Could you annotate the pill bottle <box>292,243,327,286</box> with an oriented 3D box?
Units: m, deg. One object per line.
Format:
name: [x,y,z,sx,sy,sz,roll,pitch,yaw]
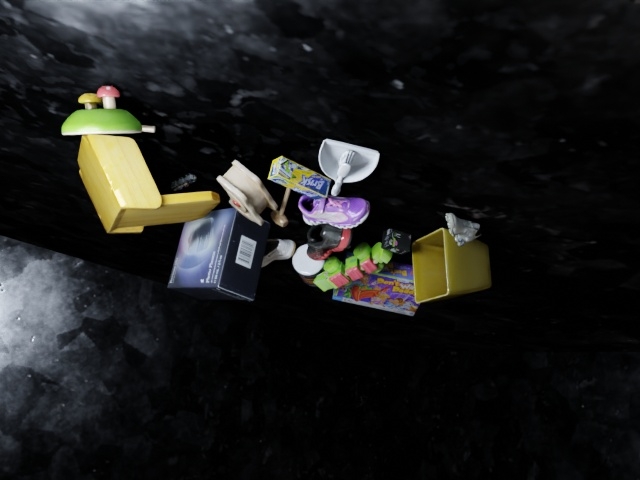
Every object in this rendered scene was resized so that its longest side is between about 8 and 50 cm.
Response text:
pill bottle: [-0.026,0.111,2.338,0.130,0.130,0.246,7,163,13]

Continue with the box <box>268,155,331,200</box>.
box: [-0.056,-0.169,1.603,0.169,0.059,0.054,22,162,-30]

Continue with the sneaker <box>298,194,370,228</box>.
sneaker: [0.031,-0.098,1.729,0.236,0.095,0.104,1,152,31]

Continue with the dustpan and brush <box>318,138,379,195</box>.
dustpan and brush: [0.057,-0.177,1.507,0.147,0.060,0.211,13,162,-5]

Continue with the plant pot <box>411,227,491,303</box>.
plant pot: [0.436,0.091,1.898,0.187,0.212,0.212,4,165,-18]

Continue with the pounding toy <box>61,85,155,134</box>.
pounding toy: [-0.524,-0.315,1.416,0.183,0.110,0.237,-1,-169,3]

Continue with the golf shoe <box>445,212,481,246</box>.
golf shoe: [0.425,-0.045,1.721,0.086,0.069,0.176,-19,154,21]

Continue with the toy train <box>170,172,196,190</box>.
toy train: [-0.435,-0.185,1.847,0.036,0.027,0.158,11,166,-36]

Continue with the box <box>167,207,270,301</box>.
box: [-0.369,0.055,2.100,0.294,0.296,0.182,-5,157,41]

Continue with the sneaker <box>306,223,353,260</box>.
sneaker: [0.000,-0.001,2.031,0.135,0.098,0.276,18,159,-21]

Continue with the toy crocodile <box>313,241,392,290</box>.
toy crocodile: [0.119,0.104,2.137,0.340,0.105,0.115,-27,123,27]

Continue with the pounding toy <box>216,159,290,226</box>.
pounding toy: [-0.190,-0.151,1.730,0.154,0.155,0.269,34,166,33]

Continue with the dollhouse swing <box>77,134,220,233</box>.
dollhouse swing: [-0.531,-0.186,1.795,0.305,0.315,0.347,-24,179,-28]

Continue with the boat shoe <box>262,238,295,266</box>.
boat shoe: [-0.222,0.037,2.298,0.277,0.098,0.096,-19,146,41]

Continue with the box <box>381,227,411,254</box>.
box: [0.254,0.004,1.943,0.083,0.062,0.052,18,160,-18]

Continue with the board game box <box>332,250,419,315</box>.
board game box: [0.242,0.177,2.329,0.347,0.078,0.233,12,139,-3]
